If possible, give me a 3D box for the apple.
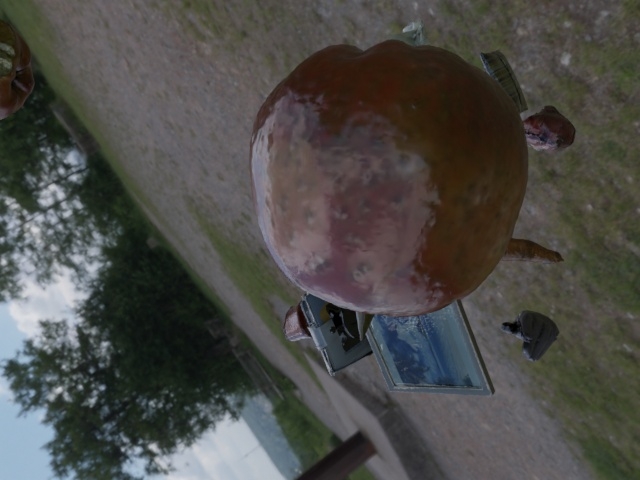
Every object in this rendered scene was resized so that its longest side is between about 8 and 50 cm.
[{"bbox_3d":[-0.485,-0.235,0.819,0.158,0.156,0.147,28,131,-13],"label":"apple"}]

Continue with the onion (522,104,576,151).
[{"bbox_3d":[0.697,-0.348,1.854,0.184,0.184,0.147,179,95,-73],"label":"onion"}]

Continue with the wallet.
[{"bbox_3d":[0.048,0.211,1.514,0.069,0.170,0.231,-15,97,53],"label":"wallet"}]

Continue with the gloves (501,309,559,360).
[{"bbox_3d":[0.563,0.243,1.603,0.142,0.119,0.285,13,-170,21],"label":"gloves"}]

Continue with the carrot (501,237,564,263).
[{"bbox_3d":[0.365,0.019,1.186,0.059,0.248,0.059,-175,90,-83],"label":"carrot"}]

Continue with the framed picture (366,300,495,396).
[{"bbox_3d":[0.179,0.167,1.151,0.232,0.024,0.315,-10,113,39],"label":"framed picture"}]

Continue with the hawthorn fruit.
[{"bbox_3d":[0.084,-0.060,0.827,0.403,0.403,0.403,50,164,20],"label":"hawthorn fruit"}]

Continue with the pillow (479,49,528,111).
[{"bbox_3d":[0.551,-0.470,1.779,0.052,0.208,0.212,-26,94,36],"label":"pillow"}]

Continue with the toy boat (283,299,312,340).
[{"bbox_3d":[0.022,0.197,1.834,0.096,0.282,0.206,49,-149,-16],"label":"toy boat"}]

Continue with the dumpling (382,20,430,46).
[{"bbox_3d":[0.189,-0.394,1.358,0.132,0.250,0.162,28,165,-32],"label":"dumpling"}]
